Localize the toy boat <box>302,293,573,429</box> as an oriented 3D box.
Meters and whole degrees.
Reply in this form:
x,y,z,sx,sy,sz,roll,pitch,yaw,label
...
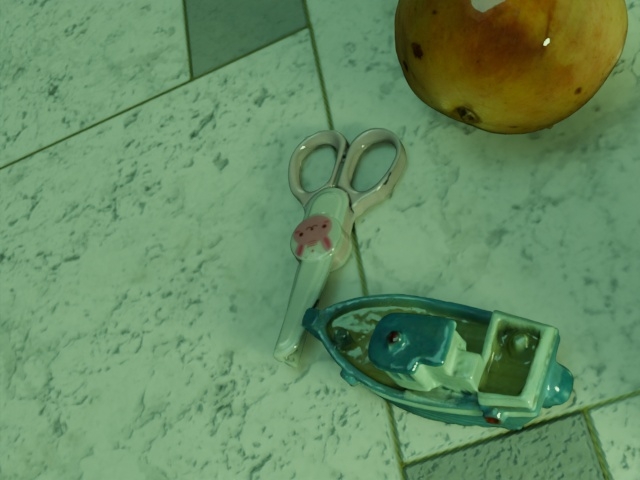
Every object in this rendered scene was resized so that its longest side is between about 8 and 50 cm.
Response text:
x,y,z,sx,sy,sz,roll,pitch,yaw,label
0.080,0.080,0.729,0.215,0.102,0.088,8,65,32,toy boat

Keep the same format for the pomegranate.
x,y,z,sx,sy,sz,roll,pitch,yaw,label
0.158,-0.182,0.793,0.191,0.191,0.191,-13,57,21,pomegranate

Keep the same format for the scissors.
x,y,z,sx,sy,sz,roll,pitch,yaw,label
0.000,0.000,0.861,0.118,0.030,0.242,2,62,30,scissors
